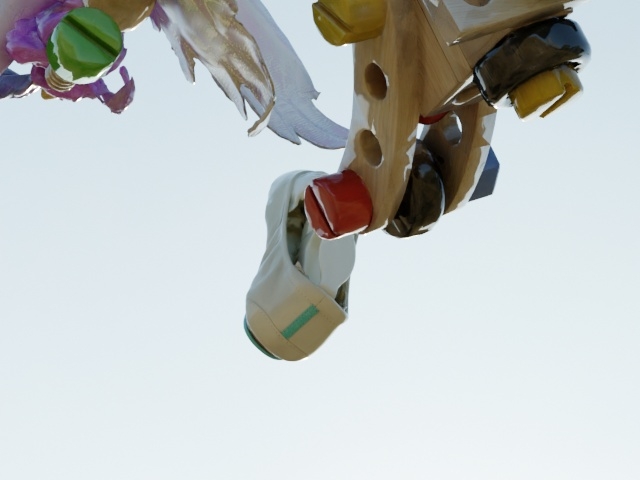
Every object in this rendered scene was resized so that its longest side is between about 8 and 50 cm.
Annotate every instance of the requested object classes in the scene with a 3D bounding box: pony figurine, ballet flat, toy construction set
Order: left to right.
[{"bbox_3d":[-0.154,-0.177,1.105,0.363,0.351,0.303,-27,-6,3],"label":"pony figurine"},{"bbox_3d":[0.000,0.000,1.377,0.086,0.248,0.086,2,-57,4],"label":"ballet flat"},{"bbox_3d":[0.012,-0.151,0.924,0.309,0.257,0.237,8,-19,-22],"label":"toy construction set"}]
